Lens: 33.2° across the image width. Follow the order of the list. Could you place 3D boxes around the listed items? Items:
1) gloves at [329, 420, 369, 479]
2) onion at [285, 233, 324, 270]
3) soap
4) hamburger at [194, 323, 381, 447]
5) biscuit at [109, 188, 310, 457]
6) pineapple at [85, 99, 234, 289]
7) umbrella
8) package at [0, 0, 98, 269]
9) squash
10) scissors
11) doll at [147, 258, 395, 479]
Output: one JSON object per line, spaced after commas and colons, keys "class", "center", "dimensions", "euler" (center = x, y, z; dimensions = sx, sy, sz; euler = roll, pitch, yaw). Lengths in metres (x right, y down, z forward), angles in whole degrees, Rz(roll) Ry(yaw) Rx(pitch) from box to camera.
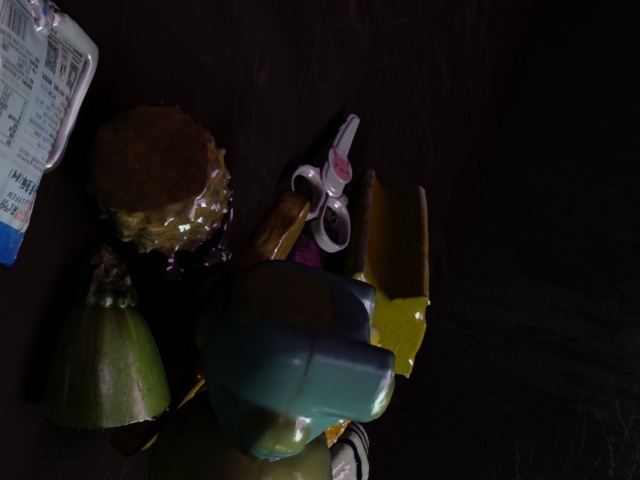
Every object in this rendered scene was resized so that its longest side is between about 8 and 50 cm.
{"class": "gloves", "center": [0.023, 0.399, 1.917], "dimensions": [0.218, 0.131, 0.140], "euler": [-58, 160, -72]}
{"class": "onion", "center": [-0.030, 0.049, 1.309], "dimensions": [0.115, 0.105, 0.115], "euler": [-160, -90, -81]}
{"class": "soap", "center": [0.064, 0.077, 1.517], "dimensions": [0.281, 0.143, 0.259], "euler": [-84, -169, -54]}
{"class": "hamburger", "center": [-0.036, 0.181, 1.210], "dimensions": [0.227, 0.151, 0.295], "euler": [-51, 165, 30]}
{"class": "biscuit", "center": [-0.097, 0.080, 1.036], "dimensions": [0.295, 0.044, 0.186], "euler": [-56, 180, -4]}
{"class": "pineapple", "center": [-0.118, -0.026, 0.883], "dimensions": [0.119, 0.111, 0.237], "euler": [-48, 167, -13]}
{"class": "umbrella", "center": [0.000, 0.000, 1.454], "dimensions": [0.143, 0.062, 0.067], "euler": [-64, 151, -10]}
{"class": "package", "center": [-0.198, -0.074, 0.667], "dimensions": [0.171, 0.027, 0.173], "euler": [57, 53, -77]}
{"class": "squash", "center": [-0.171, 0.072, 0.849], "dimensions": [0.105, 0.105, 0.132], "euler": [-36, 129, -67]}
{"class": "scissors", "center": [0.016, -0.090, 1.386], "dimensions": [0.118, 0.031, 0.242], "euler": [50, 34, -24]}
{"class": "doll", "center": [-0.052, 0.159, 0.914], "dimensions": [0.177, 0.162, 0.260], "euler": [-104, -148, -62]}
